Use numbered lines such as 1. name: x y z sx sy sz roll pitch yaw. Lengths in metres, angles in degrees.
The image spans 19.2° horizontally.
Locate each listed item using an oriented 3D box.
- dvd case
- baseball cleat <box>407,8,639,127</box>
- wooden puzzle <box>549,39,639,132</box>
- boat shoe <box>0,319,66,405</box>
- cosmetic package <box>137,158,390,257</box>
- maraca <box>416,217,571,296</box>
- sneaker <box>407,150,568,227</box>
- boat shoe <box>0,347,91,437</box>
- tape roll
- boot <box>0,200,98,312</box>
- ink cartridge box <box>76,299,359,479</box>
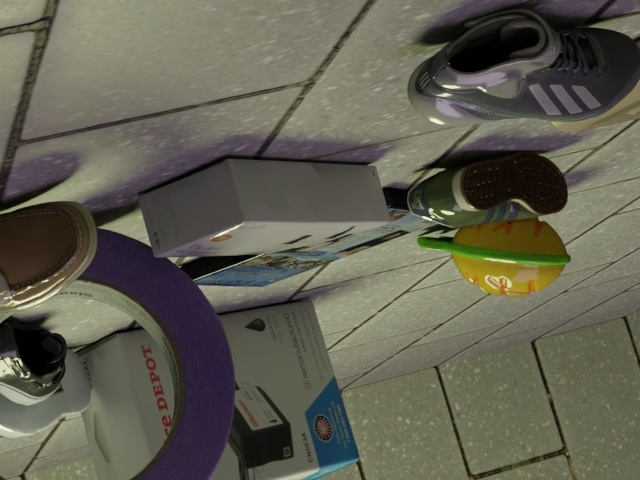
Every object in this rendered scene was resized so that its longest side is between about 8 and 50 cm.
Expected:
1. dvd case: 0.000 0.000 1.975 0.253 0.022 0.180 -20 169 24
2. baseball cleat: 0.166 -0.127 1.372 0.206 0.072 0.109 -15 165 -28
3. wooden puzzle: 0.413 -0.152 1.610 0.348 0.080 0.322 -7 167 -42
4. boat shoe: -0.309 0.122 2.020 0.076 0.080 0.228 -16 163 11
5. cosmetic package: -0.043 -0.026 1.635 0.099 0.060 0.239 -23 169 30
6. maraca: 0.197 0.011 2.164 0.186 0.099 0.127 9 -177 40
7. sneaker: 0.160 -0.048 1.866 0.086 0.064 0.192 -14 174 37
8. boat shoe: -0.363 0.177 2.169 0.102 0.108 0.301 -20 177 13
9. tape roll: -0.211 0.129 1.593 0.275 0.274 0.090 -14 170 -11
10. boot: -0.290 0.016 1.423 0.213 0.077 0.165 -16 169 18
11. ink cartridge box: -0.131 0.213 2.371 0.307 0.223 0.129 -8 167 -39
